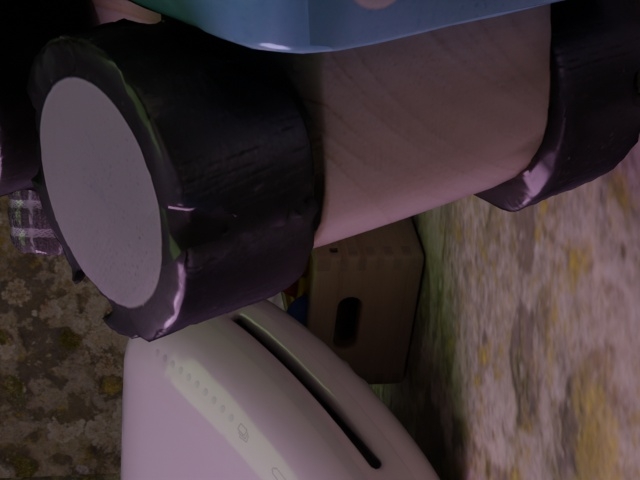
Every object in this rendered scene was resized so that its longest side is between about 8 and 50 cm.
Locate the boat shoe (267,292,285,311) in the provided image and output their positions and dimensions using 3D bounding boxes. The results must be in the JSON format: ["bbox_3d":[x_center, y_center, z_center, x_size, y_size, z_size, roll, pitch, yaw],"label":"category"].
[{"bbox_3d":[-0.072,-0.003,1.214,0.136,0.156,0.367,-121,32,-70],"label":"boat shoe"}]

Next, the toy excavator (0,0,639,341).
[{"bbox_3d":[0.013,-0.196,0.446,0.433,0.222,0.445,28,128,47],"label":"toy excavator"}]

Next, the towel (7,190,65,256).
[{"bbox_3d":[-0.115,-0.102,1.001,0.283,0.121,0.235,2,-89,-70],"label":"towel"}]

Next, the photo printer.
[{"bbox_3d":[-0.032,0.190,0.924,0.256,0.107,0.307,42,140,34],"label":"photo printer"}]

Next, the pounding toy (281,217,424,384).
[{"bbox_3d":[0.004,0.004,0.955,0.130,0.100,0.141,-105,17,-52],"label":"pounding toy"}]
